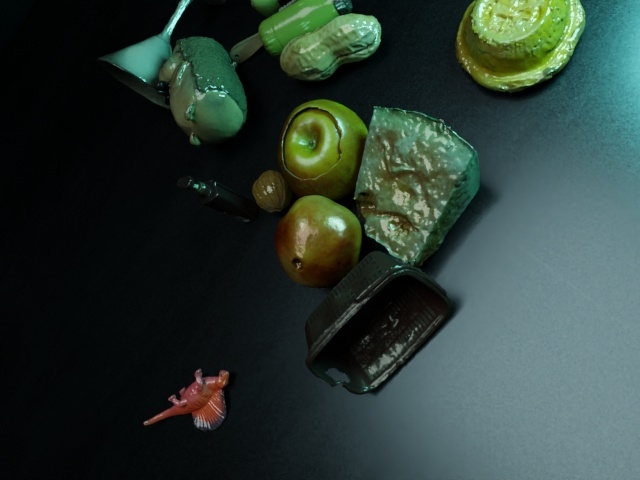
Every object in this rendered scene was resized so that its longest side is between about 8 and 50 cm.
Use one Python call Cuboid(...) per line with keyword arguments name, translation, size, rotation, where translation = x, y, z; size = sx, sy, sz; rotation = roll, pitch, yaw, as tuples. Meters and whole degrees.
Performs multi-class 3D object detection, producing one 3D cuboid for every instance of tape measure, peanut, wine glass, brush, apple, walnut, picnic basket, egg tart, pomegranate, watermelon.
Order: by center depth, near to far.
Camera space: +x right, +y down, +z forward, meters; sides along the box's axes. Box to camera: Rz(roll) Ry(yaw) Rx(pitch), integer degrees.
Cuboid(name="picnic basket", translation=(0.105, 0.158, 1.086), size=(0.297, 0.222, 0.129), rotation=(-47, 34, 10))
Cuboid(name="egg tart", translation=(0.416, -0.460, 1.133), size=(0.288, 0.118, 0.288), rotation=(-7, 75, 28))
Cuboid(name="watermelon", translation=(0.196, -0.126, 1.155), size=(0.264, 0.151, 0.302), rotation=(31, 110, 32))
Cuboid(name="pomegranate", translation=(-0.001, 0.003, 1.181), size=(0.209, 0.209, 0.209), rotation=(-10, 69, 29))
Cuboid(name="apple", translation=(0.004, -0.211, 1.240), size=(0.237, 0.207, 0.236), rotation=(-12, 64, 26))
Cuboid(name="walnut", translation=(-0.123, -0.129, 1.367), size=(0.105, 0.105, 0.124), rotation=(-32, 49, 20))
Cuboid(name="peanut", translation=(0.022, -0.500, 1.378), size=(0.290, 0.130, 0.130), rotation=(-18, 66, 28))
Cuboid(name="brush", translation=(-0.137, -0.633, 1.562), size=(0.327, 0.070, 0.065), rotation=(-26, 44, 24))
Cuboid(name="tape measure", translation=(-0.141, -0.752, 1.583), size=(0.177, 0.087, 0.154), rotation=(7, 79, 35))
Cuboid(name="wine glass", translation=(-0.488, -0.658, 1.679), size=(0.267, 0.267, 0.406), rotation=(23, 82, 35))

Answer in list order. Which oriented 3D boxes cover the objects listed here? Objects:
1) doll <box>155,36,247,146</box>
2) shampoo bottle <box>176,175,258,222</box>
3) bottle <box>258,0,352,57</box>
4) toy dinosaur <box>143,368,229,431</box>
Cuboid(name="doll", translation=(-0.342, -0.437, 1.512), size=(0.247, 0.247, 0.349), rotation=(-26, 58, 23))
Cuboid(name="shampoo bottle", translation=(-0.259, -0.110, 1.357), size=(0.068, 0.236, 0.067), rotation=(-22, 62, 27))
Cuboid(name="bottle", translation=(-0.039, -0.606, 1.458), size=(0.260, 0.112, 0.112), rotation=(-19, 65, 23))
Cuboid(name="toy dinosaur", translation=(-0.319, 0.434, 1.339), size=(0.286, 0.070, 0.139), rotation=(-43, 79, 15))
